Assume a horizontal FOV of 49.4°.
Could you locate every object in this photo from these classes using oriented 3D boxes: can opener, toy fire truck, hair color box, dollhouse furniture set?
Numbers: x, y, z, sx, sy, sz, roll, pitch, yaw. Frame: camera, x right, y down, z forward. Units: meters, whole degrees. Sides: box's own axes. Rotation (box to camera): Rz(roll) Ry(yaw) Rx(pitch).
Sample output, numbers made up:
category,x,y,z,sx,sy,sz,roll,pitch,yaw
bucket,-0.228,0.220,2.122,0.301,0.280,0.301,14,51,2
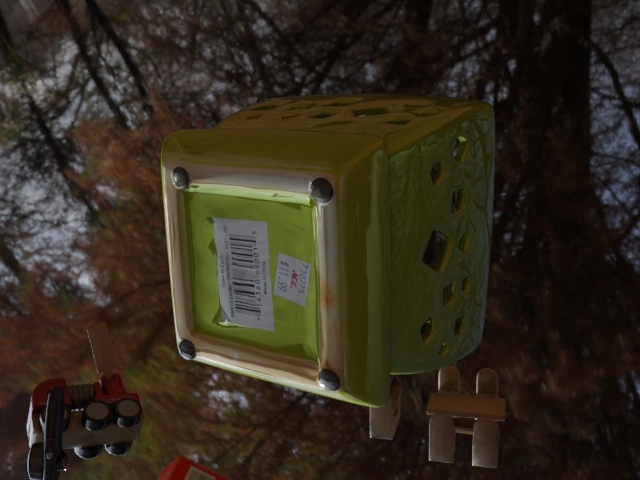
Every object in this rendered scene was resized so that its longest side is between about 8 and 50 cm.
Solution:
category,x,y,z,sx,sy,sz,roll,pitch,yaw
can opener,-0.495,0.361,1.282,0.073,0.185,0.059,8,-172,-18
toy fire truck,-0.498,0.310,1.462,0.217,0.158,0.246,2,-145,-30
hair color box,-0.171,0.318,0.895,0.141,0.072,0.043,-48,-165,57
dollhouse furniture set,0.219,0.283,1.294,0.242,0.160,0.212,2,-166,15

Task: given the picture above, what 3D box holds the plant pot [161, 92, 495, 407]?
category,x,y,z,sx,sy,sz,roll,pitch,yaw
plant pot,0.000,0.000,0.578,0.227,0.228,0.207,8,-162,31
